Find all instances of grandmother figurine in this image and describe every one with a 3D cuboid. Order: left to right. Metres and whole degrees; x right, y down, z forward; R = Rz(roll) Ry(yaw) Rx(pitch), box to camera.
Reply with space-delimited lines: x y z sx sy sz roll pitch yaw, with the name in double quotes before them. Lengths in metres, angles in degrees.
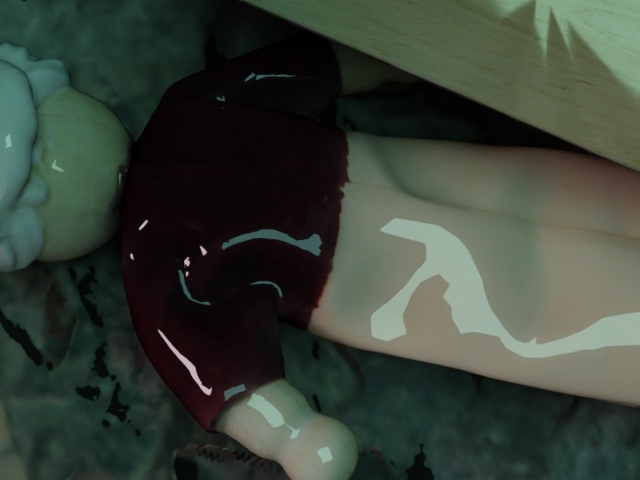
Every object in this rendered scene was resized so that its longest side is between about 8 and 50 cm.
"grandmother figurine" 0.000 0.000 0.543 0.343 0.104 0.207 13 50 -4

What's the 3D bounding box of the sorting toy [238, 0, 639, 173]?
"sorting toy" 0.101 -0.171 0.519 0.257 0.089 0.255 24 94 4
